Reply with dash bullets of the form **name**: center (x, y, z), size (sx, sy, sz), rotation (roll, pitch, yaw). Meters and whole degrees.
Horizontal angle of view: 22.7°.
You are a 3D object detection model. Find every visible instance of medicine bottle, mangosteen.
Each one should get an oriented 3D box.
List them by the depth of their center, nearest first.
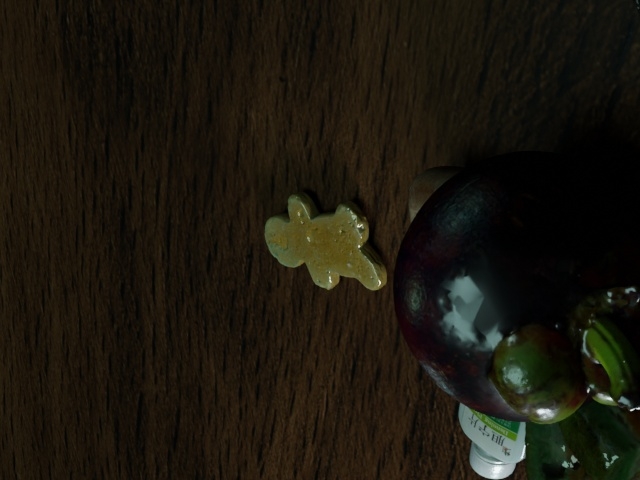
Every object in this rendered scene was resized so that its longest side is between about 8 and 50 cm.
- **mangosteen**: center (0.240, 0.061, 1.752), size (0.359, 0.306, 0.306), rotation (-126, 20, -69)
- **medicine bottle**: center (0.244, 0.235, 2.137), size (0.119, 0.069, 0.183), rotation (34, 138, 29)

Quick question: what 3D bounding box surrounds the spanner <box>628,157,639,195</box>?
- **spanner**: center (0.420, 0.051, 1.787), size (0.024, 0.087, 0.316), rotation (-28, 87, 40)

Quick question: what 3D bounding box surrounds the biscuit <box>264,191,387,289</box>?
- **biscuit**: center (0.000, 0.000, 2.308), size (0.234, 0.030, 0.153), rotation (-1, 112, 52)

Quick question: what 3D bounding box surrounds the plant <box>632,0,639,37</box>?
- **plant**: center (0.388, -0.216, 1.642), size (0.174, 0.087, 0.085), rotation (48, 178, 12)

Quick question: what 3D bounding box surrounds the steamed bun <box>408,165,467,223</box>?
- **steamed bun**: center (0.201, -0.016, 1.992), size (0.145, 0.106, 0.175), rotation (7, 133, 43)

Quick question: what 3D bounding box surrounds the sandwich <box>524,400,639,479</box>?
- **sandwich**: center (0.374, 0.247, 1.871), size (0.301, 0.162, 0.250), rotation (-1, 79, 30)
